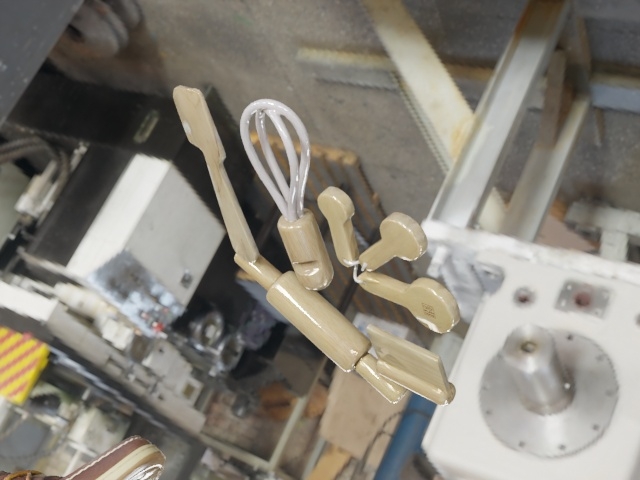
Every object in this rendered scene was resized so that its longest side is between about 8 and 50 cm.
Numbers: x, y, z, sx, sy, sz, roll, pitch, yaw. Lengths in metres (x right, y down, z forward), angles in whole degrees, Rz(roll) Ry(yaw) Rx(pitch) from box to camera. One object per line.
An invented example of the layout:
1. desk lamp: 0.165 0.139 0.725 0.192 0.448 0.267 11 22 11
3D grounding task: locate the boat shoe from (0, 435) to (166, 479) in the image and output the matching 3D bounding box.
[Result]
1. boat shoe: -0.339 0.309 1.055 0.123 0.342 0.123 53 177 22

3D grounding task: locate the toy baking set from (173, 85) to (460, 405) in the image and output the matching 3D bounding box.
1. toy baking set: 0.000 0.005 0.627 0.256 0.030 0.197 39 148 17
